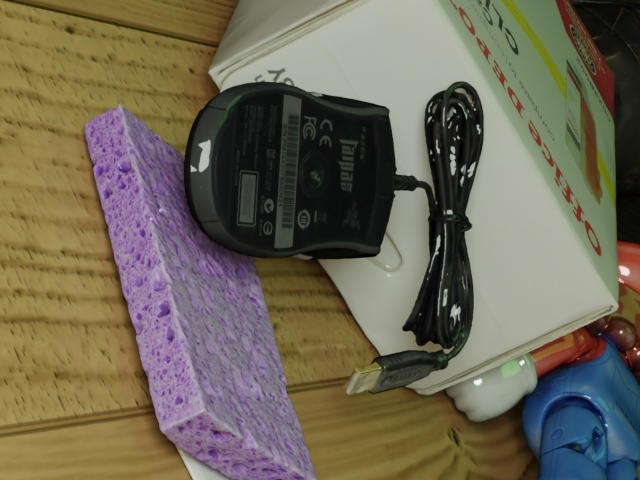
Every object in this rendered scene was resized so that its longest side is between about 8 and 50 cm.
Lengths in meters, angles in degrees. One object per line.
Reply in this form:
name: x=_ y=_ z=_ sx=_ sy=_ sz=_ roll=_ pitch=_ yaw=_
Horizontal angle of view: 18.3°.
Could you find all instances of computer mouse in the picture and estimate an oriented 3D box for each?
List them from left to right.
computer mouse: x=0.000 y=0.000 z=1.145 sx=0.262 sy=0.060 sz=0.184 roll=-6 pitch=98 yaw=-50

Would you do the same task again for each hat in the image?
hat: x=0.228 y=-0.120 z=1.765 sx=0.134 sy=0.331 sz=0.331 roll=-19 pitch=78 yaw=-31

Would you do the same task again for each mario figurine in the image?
mario figurine: x=0.175 y=0.129 z=1.462 sx=0.320 sy=0.170 sz=0.198 roll=-75 pitch=169 yaw=-49

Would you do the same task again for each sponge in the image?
sponge: x=-0.066 y=0.032 z=1.074 sx=0.117 sy=0.031 sz=0.210 roll=39 pitch=27 yaw=-49

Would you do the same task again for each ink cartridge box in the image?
ink cartridge box: x=0.084 y=-0.113 z=1.426 sx=0.279 sy=0.160 sz=0.385 roll=56 pitch=21 yaw=-20

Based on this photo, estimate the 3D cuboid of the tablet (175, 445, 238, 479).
tablet: x=-0.046 y=0.135 z=1.033 sx=0.083 sy=0.006 sz=0.054 roll=63 pitch=20 yaw=6
